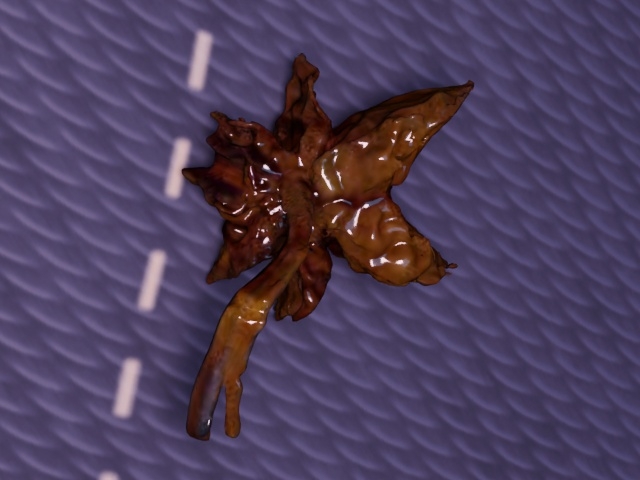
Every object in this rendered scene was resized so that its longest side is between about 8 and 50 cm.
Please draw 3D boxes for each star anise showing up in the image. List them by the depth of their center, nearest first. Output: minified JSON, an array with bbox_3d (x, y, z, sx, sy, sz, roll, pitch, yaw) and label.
[{"bbox_3d":[-0.007,0.003,1.072,0.237,0.148,0.346,44,66,-19],"label":"star anise"}]
